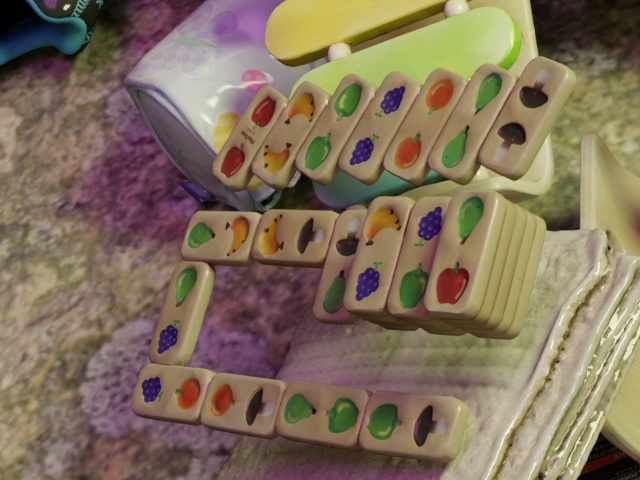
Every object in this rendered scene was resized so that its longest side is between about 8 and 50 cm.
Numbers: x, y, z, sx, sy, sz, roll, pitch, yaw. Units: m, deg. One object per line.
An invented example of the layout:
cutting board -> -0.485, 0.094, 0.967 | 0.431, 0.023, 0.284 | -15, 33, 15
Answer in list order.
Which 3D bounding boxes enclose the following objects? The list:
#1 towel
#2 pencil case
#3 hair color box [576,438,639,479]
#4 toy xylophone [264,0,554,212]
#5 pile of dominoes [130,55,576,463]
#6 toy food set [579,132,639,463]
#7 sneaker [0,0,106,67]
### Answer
towel -> 0.042, 0.082, 0.884 | 0.282, 0.049, 0.187 | -11, 44, 58
pencil case -> 0.003, -0.143, 1.117 | 0.124, 0.113, 0.273 | 35, 74, 31
hair color box -> 0.172, 0.158, 0.848 | 0.072, 0.043, 0.141 | -23, 49, 5
toy xylophone -> 0.073, -0.145, 0.967 | 0.236, 0.081, 0.323 | -26, 59, 22
pile of dominoes -> 0.000, 0.000, 0.860 | 0.251, 0.040, 0.196 | 1, 71, 46
toy food set -> 0.281, -0.010, 0.863 | 0.306, 0.092, 0.220 | -12, 37, 17
sneaker -> -0.308, -0.179, 1.285 | 0.340, 0.125, 0.140 | -11, 55, 20
